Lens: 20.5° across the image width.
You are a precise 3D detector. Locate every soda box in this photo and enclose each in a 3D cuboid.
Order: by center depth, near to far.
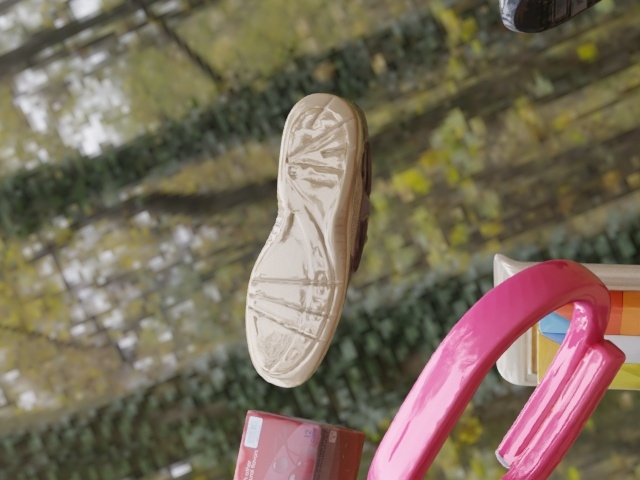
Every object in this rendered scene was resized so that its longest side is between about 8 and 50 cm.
[{"bbox_3d":[-0.038,0.293,1.617,0.092,0.083,0.263,22,-101,-60],"label":"soda box"}]

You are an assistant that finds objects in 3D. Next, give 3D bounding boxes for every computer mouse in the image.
[{"bbox_3d":[0.289,-0.301,1.812,0.072,0.272,0.188,58,165,26],"label":"computer mouse"}]

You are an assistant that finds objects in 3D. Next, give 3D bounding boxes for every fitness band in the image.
[{"bbox_3d":[0.151,0.144,1.517,0.209,0.290,0.054,4,-148,-45],"label":"fitness band"}]

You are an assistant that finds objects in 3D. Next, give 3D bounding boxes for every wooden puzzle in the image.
[{"bbox_3d":[0.285,0.093,1.706,0.221,0.239,0.044,80,-161,-55],"label":"wooden puzzle"}]

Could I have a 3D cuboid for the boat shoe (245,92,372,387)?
[{"bbox_3d":[0.000,0.000,1.704,0.092,0.103,0.285,-8,-72,-62],"label":"boat shoe"}]
